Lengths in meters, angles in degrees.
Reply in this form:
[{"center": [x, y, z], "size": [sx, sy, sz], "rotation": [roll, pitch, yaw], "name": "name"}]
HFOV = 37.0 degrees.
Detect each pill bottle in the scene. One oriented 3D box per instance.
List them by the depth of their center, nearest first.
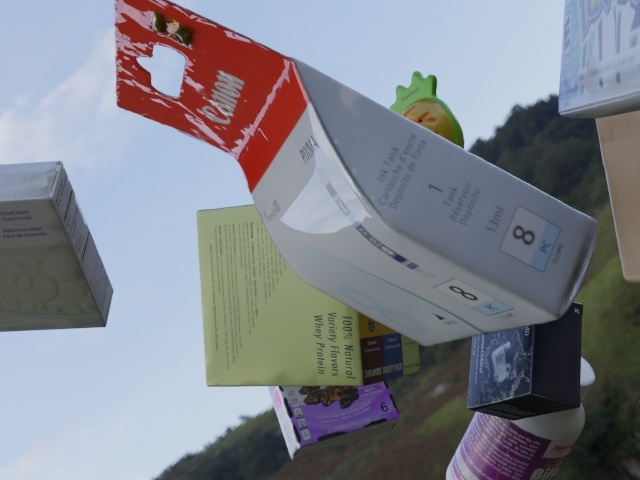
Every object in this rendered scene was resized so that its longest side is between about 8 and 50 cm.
[{"center": [0.342, 0.322, 1.616], "size": [0.169, 0.169, 0.301], "rotation": [-21, -43, -53], "name": "pill bottle"}]

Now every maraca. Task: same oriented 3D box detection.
[{"center": [0.156, -0.164, 1.442], "size": [0.099, 0.185, 0.127], "rotation": [1, -24, -41], "name": "maraca"}]

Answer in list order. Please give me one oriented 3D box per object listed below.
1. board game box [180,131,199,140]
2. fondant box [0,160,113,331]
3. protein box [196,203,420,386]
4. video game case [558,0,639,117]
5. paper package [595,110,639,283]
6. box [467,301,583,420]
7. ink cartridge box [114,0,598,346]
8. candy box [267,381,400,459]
[{"center": [-0.132, -0.216, 1.675], "size": [0.210, 0.160, 0.047], "rotation": [-55, -13, -56], "name": "board game box"}, {"center": [-0.514, 0.020, 1.626], "size": [0.330, 0.238, 0.096], "rotation": [82, -173, -46], "name": "fondant box"}, {"center": [-0.014, 0.057, 1.064], "size": [0.136, 0.201, 0.199], "rotation": [1, -96, -59], "name": "protein box"}, {"center": [0.176, -0.219, 0.483], "size": [0.329, 0.036, 0.300], "rotation": [-55, -32, -84], "name": "video game case"}, {"center": [0.535, -0.111, 1.199], "size": [0.168, 0.309, 0.325], "rotation": [-5, -5, -32], "name": "paper package"}, {"center": [0.301, 0.173, 1.412], "size": [0.158, 0.093, 0.156], "rotation": [-33, 45, 58], "name": "box"}, {"center": [-0.013, -0.038, 0.796], "size": [0.091, 0.385, 0.308], "rotation": [-65, 7, -13], "name": "ink cartridge box"}, {"center": [0.006, 0.212, 1.458], "size": [0.165, 0.196, 0.070], "rotation": [-13, -25, -19], "name": "candy box"}]
